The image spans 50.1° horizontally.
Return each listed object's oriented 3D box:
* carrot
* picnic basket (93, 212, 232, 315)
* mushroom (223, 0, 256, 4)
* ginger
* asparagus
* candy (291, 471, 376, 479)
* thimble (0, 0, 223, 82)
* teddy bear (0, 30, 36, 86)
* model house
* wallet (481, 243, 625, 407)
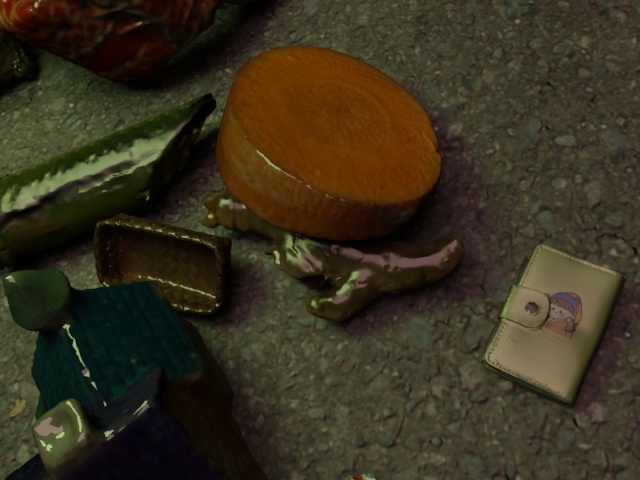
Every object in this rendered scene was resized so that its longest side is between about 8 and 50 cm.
[{"bbox_3d":[0.009,-0.118,0.840,0.258,0.100,0.307,-24,57,-26],"label":"carrot"},{"bbox_3d":[-0.198,0.027,0.877,0.193,0.055,0.110,13,113,21],"label":"picnic basket"},{"bbox_3d":[-0.117,-0.437,1.043,0.141,0.117,0.188,-28,59,50],"label":"mushroom"},{"bbox_3d":[-0.002,-0.001,0.847,0.333,0.080,0.166,30,84,21],"label":"ginger"},{"bbox_3d":[-0.303,-0.079,0.943,0.381,0.108,0.128,-23,63,4],"label":"asparagus"},{"bbox_3d":[-0.054,0.343,0.722,0.292,0.059,0.086,-45,65,-5],"label":"candy"},{"bbox_3d":[-0.308,-0.420,0.976,0.350,0.230,0.350,-11,71,36],"label":"thimble"},{"bbox_3d":[-0.553,-0.332,1.038,0.156,0.256,0.267,9,71,13],"label":"teddy bear"},{"bbox_3d":[-0.227,0.193,0.708,0.245,0.280,0.312,-36,62,-2],"label":"model house"},{"bbox_3d":[0.255,0.091,0.759,0.110,0.039,0.155,24,76,19],"label":"wallet"}]
